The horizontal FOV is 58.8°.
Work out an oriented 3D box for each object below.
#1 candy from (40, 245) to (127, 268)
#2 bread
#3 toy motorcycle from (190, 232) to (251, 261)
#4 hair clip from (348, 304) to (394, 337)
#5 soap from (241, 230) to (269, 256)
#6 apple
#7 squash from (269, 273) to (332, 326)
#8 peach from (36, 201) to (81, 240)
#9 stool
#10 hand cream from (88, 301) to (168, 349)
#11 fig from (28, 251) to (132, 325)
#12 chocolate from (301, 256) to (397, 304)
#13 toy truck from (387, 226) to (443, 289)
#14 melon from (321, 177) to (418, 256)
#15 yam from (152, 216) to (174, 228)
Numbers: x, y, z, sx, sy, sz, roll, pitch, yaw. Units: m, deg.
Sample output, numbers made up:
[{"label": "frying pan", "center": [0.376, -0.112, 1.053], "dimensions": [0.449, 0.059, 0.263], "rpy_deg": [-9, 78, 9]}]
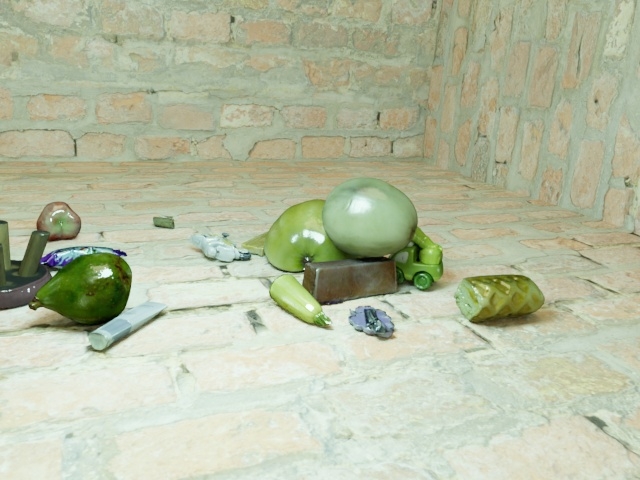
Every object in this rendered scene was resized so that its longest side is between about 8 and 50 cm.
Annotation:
[{"label": "candy", "center": [-0.771, 0.052, 1.830], "dimensions": [0.275, 0.070, 0.145], "rpy_deg": [-7, 12, -27]}, {"label": "bread", "center": [0.530, 0.166, 1.663], "dimensions": [0.267, 0.130, 0.152], "rpy_deg": [-2, 14, -23]}, {"label": "toy motorcycle", "center": [-0.360, 0.026, 1.997], "dimensions": [0.228, 0.074, 0.151], "rpy_deg": [23, 18, 24]}, {"label": "hair clip", "center": [0.138, 0.211, 1.560], "dimensions": [0.124, 0.052, 0.195], "rpy_deg": [8, 12, -8]}, {"label": "soap", "center": [-0.200, 0.005, 2.160], "dimensions": [0.092, 0.037, 0.252], "rpy_deg": [12, 19, 20]}, {"label": "apple", "center": [-0.011, 0.007, 2.037], "dimensions": [0.320, 0.312, 0.360], "rpy_deg": [-33, 13, 20]}, {"label": "squash", "center": [-0.044, 0.179, 1.581], "dimensions": [0.094, 0.095, 0.224], "rpy_deg": [-10, 29, -38]}, {"label": "peach", "center": [-0.953, -0.061, 2.064], "dimensions": [0.151, 0.152, 0.152], "rpy_deg": [4, 17, -1]}, {"label": "stool", "center": [-0.889, 0.063, 1.571], "dimensions": [0.271, 0.179, 0.272], "rpy_deg": [5, 17, -2]}, {"label": "hand cream", "center": [-0.480, 0.204, 1.431], "dimensions": [0.079, 0.048, 0.255], "rpy_deg": [7, 17, 15]}, {"label": "fig", "center": [-0.602, 0.122, 1.434], "dimensions": [0.244, 0.196, 0.195], "rpy_deg": [-1, 18, -27]}, {"label": "chocolate", "center": [0.088, 0.115, 1.749], "dimensions": [0.320, 0.112, 0.112], "rpy_deg": [-6, 17, -29]}, {"label": "toy truck", "center": [0.323, 0.056, 1.870], "dimensions": [0.187, 0.211, 0.148], "rpy_deg": [28, 22, 18]}, {"label": "melon", "center": [0.148, -0.072, 1.779], "dimensions": [0.307, 0.272, 0.272], "rpy_deg": [-2, 17, 6]}, {"label": "yam", "center": [-0.635, -0.072, 2.297], "dimensions": [0.094, 0.043, 0.043], "rpy_deg": [6, 17, 11]}]
